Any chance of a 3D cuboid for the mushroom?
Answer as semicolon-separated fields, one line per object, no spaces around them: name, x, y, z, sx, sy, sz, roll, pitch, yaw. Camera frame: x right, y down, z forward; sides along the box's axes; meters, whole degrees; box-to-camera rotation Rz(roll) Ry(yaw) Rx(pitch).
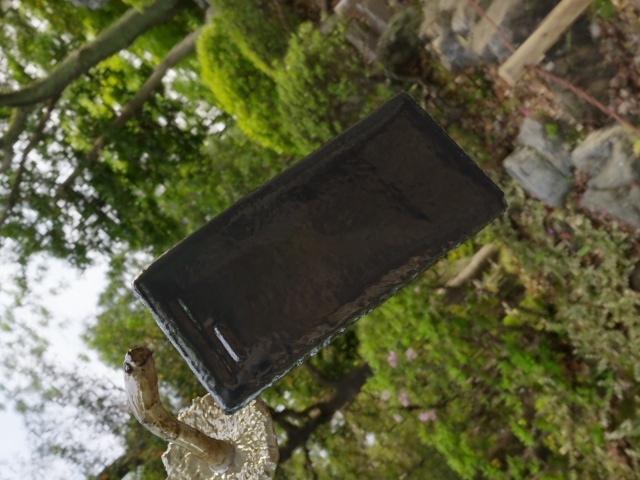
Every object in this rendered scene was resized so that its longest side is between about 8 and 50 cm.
mushroom;-0.226;0.326;1.350;0.302;0.233;0.208;26;158;-17

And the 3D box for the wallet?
wallet;0.000;0.000;0.569;0.124;0.244;0.025;50;169;21
